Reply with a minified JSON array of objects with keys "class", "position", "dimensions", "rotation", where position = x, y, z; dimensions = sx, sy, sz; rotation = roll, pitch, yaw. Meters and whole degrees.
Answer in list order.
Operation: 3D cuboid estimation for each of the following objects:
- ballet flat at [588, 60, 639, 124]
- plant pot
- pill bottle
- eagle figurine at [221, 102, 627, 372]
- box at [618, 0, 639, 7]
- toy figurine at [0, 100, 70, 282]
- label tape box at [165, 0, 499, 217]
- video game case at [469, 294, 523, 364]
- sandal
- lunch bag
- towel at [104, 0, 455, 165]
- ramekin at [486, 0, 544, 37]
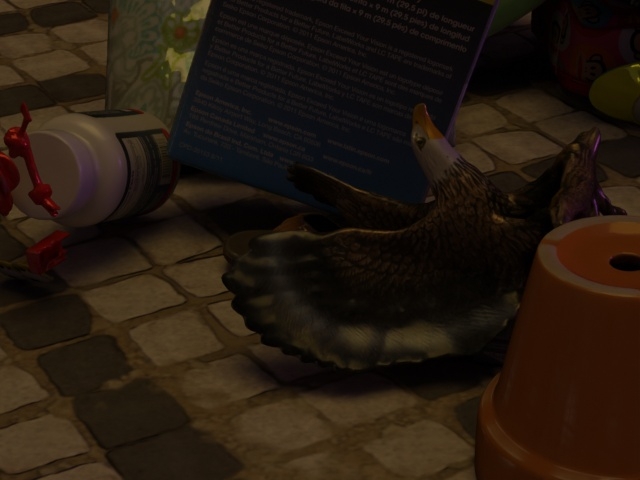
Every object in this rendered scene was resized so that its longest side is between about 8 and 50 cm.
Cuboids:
[{"class":"ballet flat","position":[0.413,-0.154,1.793],"dimensions":[0.231,0.077,0.077],"rotation":[-1,40,-5]},{"class":"plant pot","position":[0.217,0.092,1.187],"dimensions":[0.205,0.188,0.205],"rotation":[0,27,0]},{"class":"pill bottle","position":[-0.217,-0.068,1.542],"dimensions":[0.108,0.108,0.180],"rotation":[11,10,21]},{"class":"eagle figurine","position":[0.099,-0.004,1.378],"dimensions":[0.298,0.225,0.226],"rotation":[-22,-25,25]},{"class":"box","position":[0.539,-0.459,1.700],"dimensions":[0.471,0.480,0.297],"rotation":[16,45,-8]},{"class":"toy figurine","position":[-0.429,-0.026,1.448],"dimensions":[0.362,0.191,0.217],"rotation":[16,37,32]},{"class":"label tape box","position":[0.027,-0.206,1.529],"dimensions":[0.249,0.348,0.115],"rotation":[20,19,1]},{"class":"video game case","position":[0.280,0.063,1.422],"dimensions":[0.274,0.026,0.196],"rotation":[7,28,12]},{"class":"sandal","position":[0.000,0.000,1.521],"dimensions":[0.180,0.049,0.072],"rotation":[2,27,4]},{"class":"lunch bag","position":[0.393,-0.263,1.946],"dimensions":[0.258,0.120,0.293],"rotation":[-2,26,-3]},{"class":"towel","position":[-0.039,-0.237,1.741],"dimensions":[0.374,0.090,0.320],"rotation":[0,71,1]},{"class":"ramekin","position":[0.159,-0.355,1.962],"dimensions":[0.303,0.148,0.303],"rotation":[-28,23,13]}]
